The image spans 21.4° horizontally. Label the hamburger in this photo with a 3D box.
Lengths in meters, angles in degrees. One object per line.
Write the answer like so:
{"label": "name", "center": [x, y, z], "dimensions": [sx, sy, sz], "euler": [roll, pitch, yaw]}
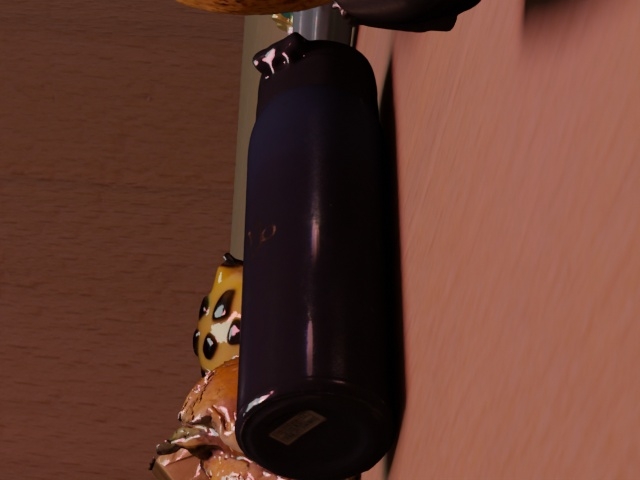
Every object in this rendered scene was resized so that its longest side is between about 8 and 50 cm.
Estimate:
{"label": "hamburger", "center": [-0.033, 0.097, 0.944], "dimensions": [0.176, 0.102, 0.087], "euler": [-108, 36, -78]}

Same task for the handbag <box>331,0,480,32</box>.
{"label": "handbag", "center": [0.048, -0.178, 0.439], "dimensions": [0.247, 0.080, 0.223], "euler": [156, 112, -82]}

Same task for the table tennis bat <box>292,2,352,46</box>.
{"label": "table tennis bat", "center": [-0.002, -0.066, 1.136], "dimensions": [0.153, 0.040, 0.244], "euler": [-91, 3, -53]}

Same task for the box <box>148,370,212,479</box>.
{"label": "box", "center": [-0.053, 0.145, 1.127], "dimensions": [0.177, 0.111, 0.111], "euler": [121, 153, -77]}

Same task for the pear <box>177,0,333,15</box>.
{"label": "pear", "center": [-0.032, -0.187, 0.818], "dimensions": [0.178, 0.178, 0.178], "euler": [-175, 90, -85]}

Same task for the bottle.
{"label": "bottle", "center": [0.000, 0.000, 0.826], "dimensions": [0.072, 0.082, 0.244], "euler": [-28, 41, 27]}

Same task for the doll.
{"label": "doll", "center": [-0.060, 0.156, 1.273], "dimensions": [0.117, 0.086, 0.291], "euler": [21, 110, 54]}

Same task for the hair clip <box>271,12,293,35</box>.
{"label": "hair clip", "center": [-0.012, -0.179, 1.269], "dimensions": [0.173, 0.049, 0.049], "euler": [126, 149, -78]}
